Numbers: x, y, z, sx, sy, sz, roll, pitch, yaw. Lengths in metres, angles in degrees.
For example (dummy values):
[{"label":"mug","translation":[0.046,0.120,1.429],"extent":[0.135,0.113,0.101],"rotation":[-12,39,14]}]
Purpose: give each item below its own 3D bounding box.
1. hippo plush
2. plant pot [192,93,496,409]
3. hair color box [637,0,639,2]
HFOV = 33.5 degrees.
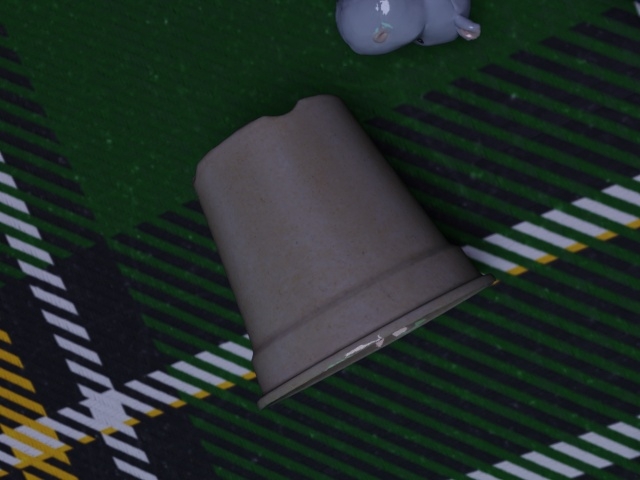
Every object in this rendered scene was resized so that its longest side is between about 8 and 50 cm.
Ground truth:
[{"label":"hippo plush","translation":[0.093,-0.358,1.312],"extent":[0.294,0.234,0.237],"rotation":[-21,120,-24]},{"label":"plant pot","translation":[0.000,0.000,1.343],"extent":[0.333,0.334,0.306],"rotation":[-32,81,17]},{"label":"hair color box","translation":[0.363,-0.384,1.185],"extent":[0.347,0.105,0.174],"rotation":[33,72,-9]}]
